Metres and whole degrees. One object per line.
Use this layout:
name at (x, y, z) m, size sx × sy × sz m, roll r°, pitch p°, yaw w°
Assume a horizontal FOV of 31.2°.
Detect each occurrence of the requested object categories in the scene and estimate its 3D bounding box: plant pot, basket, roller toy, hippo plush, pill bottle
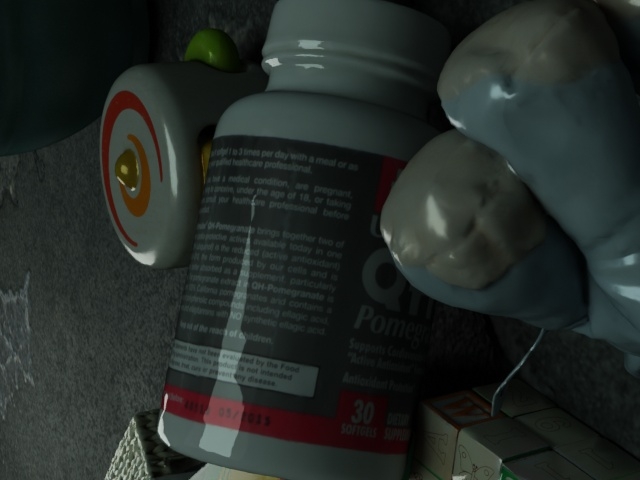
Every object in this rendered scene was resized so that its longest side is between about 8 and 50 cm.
plant pot at (-0.314, -0.240, 1.301) m, size 0.293 × 0.196 × 0.293 m, roll 19°, pitch 113°, yaw 56°
basket at (-0.162, 0.260, 1.241) m, size 0.103 × 0.113 × 0.167 m, roll 65°, pitch 145°, yaw 31°
roller toy at (-0.118, -0.069, 1.057) m, size 0.209 × 0.146 × 0.191 m, roll 64°, pitch 145°, yaw 28°
hippo plush at (0.178, 0.022, 0.493) m, size 0.236 × 0.234 × 0.294 m, roll 46°, pitch 133°, yaw 46°
pill bottle at (0.000, 0.000, 0.800) m, size 0.176 × 0.176 × 0.318 m, roll 3°, pitch 81°, yaw 59°

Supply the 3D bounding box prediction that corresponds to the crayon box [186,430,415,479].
crayon box at (0.010, 0.334, 0.972) m, size 0.313 × 0.106 × 0.362 m, roll -49°, pitch 55°, yaw 52°

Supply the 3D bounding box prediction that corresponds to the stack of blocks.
stack of blocks at (0.170, 0.230, 0.697) m, size 0.297 × 0.087 × 0.171 m, roll 35°, pitch 125°, yaw 52°
